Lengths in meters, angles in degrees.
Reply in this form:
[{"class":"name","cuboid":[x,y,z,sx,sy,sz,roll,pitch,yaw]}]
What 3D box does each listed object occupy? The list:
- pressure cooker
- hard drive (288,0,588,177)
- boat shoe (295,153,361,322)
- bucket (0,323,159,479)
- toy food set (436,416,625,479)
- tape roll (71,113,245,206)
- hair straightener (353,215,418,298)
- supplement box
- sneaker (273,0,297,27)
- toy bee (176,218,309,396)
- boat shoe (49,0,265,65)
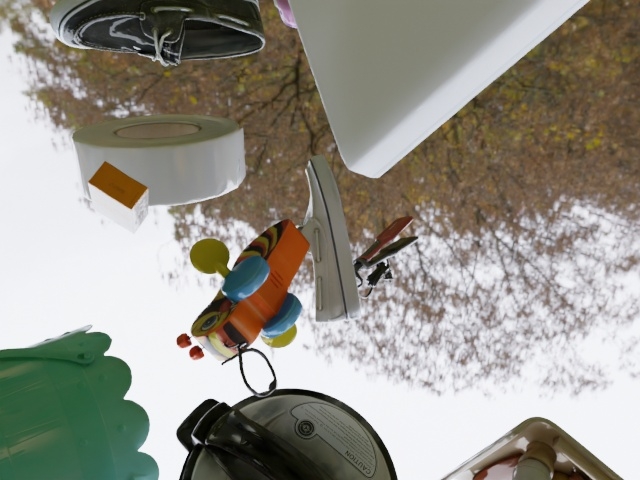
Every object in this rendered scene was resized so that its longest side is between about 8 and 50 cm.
[{"class":"pressure cooker","cuboid":[-0.054,0.457,1.095,0.369,0.420,0.376,0,-124,-8]},{"class":"hard drive","cuboid":[0.116,-0.240,0.476,0.047,0.353,0.233,12,-130,-42]},{"class":"boat shoe","cuboid":[0.000,0.000,1.044,0.088,0.268,0.096,-11,-173,1]},{"class":"bucket","cuboid":[-0.327,0.249,0.764,0.183,0.281,0.281,-12,-146,-38]},{"class":"toy food set","cuboid":[0.323,0.391,0.887,0.306,0.220,0.092,40,-135,8]},{"class":"tape roll","cuboid":[-0.276,-0.147,1.142,0.286,0.100,0.286,-1,-160,0]},{"class":"hair straightener","cuboid":[0.118,0.039,1.169,0.047,0.089,0.230,-8,-160,33]},{"class":"supplement box","cuboid":[-0.247,-0.051,0.811,0.062,0.098,0.036,32,-112,-4]},{"class":"sneaker","cuboid":[0.030,-0.301,0.765,0.095,0.105,0.236,18,-127,21]},{"class":"toy bee","cuboid":[-0.120,0.088,0.884,0.162,0.195,0.298,-24,-173,27]},{"class":"boat shoe","cuboid":[-0.238,-0.336,1.025,0.335,0.121,0.119,-15,-112,-23]}]
